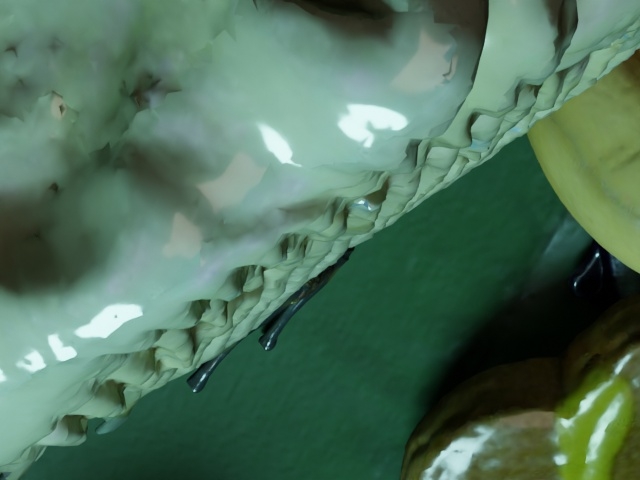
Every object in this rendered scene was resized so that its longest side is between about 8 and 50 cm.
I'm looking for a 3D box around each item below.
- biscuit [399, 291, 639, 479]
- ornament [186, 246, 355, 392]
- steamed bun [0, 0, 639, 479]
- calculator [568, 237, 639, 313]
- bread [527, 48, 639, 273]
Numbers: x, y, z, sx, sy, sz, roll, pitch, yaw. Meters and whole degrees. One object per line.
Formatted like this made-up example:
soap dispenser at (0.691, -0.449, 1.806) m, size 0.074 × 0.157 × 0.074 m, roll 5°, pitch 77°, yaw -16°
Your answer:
biscuit at (0.175, 0.095, 0.787) m, size 0.290 × 0.041 × 0.208 m, roll -9°, pitch 135°, yaw -3°
ornament at (0.000, 0.000, 0.691) m, size 0.028 × 0.073 × 0.125 m, roll 46°, pitch 111°, yaw 7°
steamed bun at (-0.045, -0.082, 0.528) m, size 0.280 × 0.268 × 0.207 m, roll -35°, pitch 87°, yaw 28°
calculator at (0.228, -0.016, 0.768) m, size 0.268 × 0.040 × 0.177 m, roll -15°, pitch 123°, yaw -1°
bread at (0.172, -0.074, 0.662) m, size 0.217 × 0.147 × 0.098 m, roll -24°, pitch 167°, yaw -3°
